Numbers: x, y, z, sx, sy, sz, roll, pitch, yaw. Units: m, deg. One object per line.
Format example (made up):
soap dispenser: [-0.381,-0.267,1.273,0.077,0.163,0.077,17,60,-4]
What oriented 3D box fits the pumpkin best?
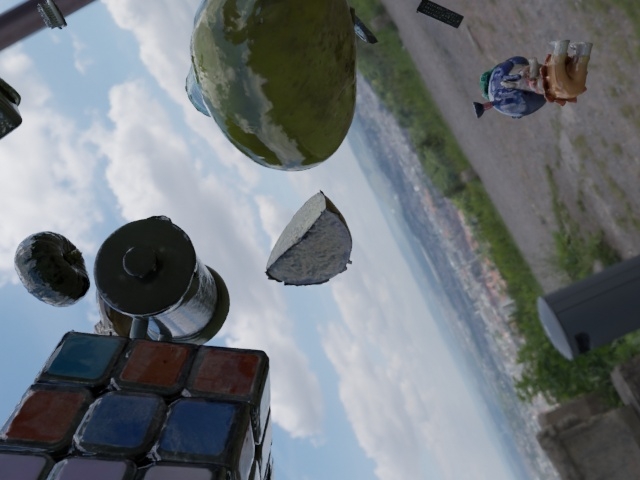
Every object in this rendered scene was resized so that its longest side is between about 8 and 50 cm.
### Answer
pumpkin: [-0.691,0.072,1.665,0.211,0.152,0.211,59,-166,-24]

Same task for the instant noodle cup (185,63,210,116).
instant noodle cup: [-0.194,-0.354,1.364,0.207,0.207,0.233,63,156,-7]

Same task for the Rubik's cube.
Rubik's cube: [-0.265,0.384,0.965,0.358,0.363,0.363,-75,-11,-52]

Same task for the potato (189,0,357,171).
potato: [-0.045,-0.190,0.680,0.148,0.197,0.228,43,180,34]

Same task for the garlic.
garlic: [-0.530,0.167,1.827,0.325,0.132,0.278,-60,-32,-42]

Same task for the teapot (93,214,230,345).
teapot: [-0.312,0.115,1.245,0.337,0.201,0.270,83,-161,-70]

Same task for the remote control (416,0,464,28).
remote control: [0.234,-0.443,1.251,0.091,0.034,0.016,29,177,12]

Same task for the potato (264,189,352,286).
potato: [0.000,0.000,1.294,0.138,0.243,0.098,26,-137,-22]

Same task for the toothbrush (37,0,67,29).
toothbrush: [-0.440,-0.419,0.915,0.026,0.024,0.288,-24,-100,-41]

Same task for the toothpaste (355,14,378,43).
toothpaste: [0.065,-0.341,1.029,0.083,0.027,0.019,57,137,33]

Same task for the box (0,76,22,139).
box: [-0.792,-0.266,1.325,0.166,0.291,0.220,51,174,16]

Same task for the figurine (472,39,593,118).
figurine: [0.325,-0.244,0.996,0.195,0.112,0.102,-166,79,-70]
